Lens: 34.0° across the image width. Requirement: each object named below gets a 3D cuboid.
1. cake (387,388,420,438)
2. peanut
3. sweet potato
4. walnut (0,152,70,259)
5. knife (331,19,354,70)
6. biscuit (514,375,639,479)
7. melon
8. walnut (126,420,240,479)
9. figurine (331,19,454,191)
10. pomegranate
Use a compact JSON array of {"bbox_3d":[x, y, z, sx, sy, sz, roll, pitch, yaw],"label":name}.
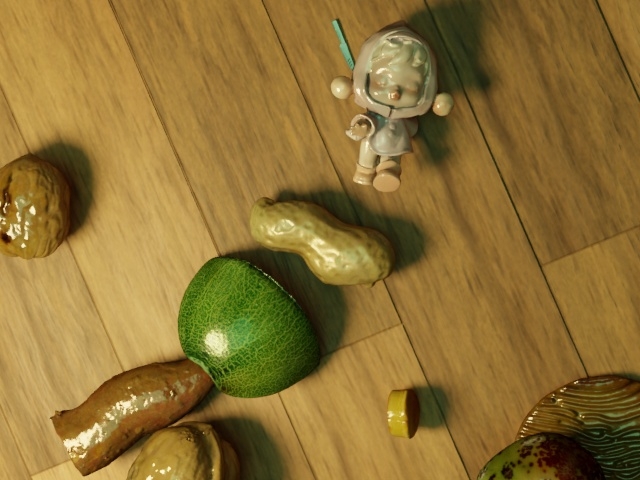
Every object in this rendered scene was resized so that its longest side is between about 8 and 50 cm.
[{"bbox_3d":[0.139,0.289,1.748,0.044,0.084,0.084,-1,94,19],"label":"cake"},{"bbox_3d":[0.000,0.000,1.745,0.263,0.101,0.117,27,78,8],"label":"peanut"},{"bbox_3d":[-0.298,0.271,1.814,0.336,0.131,0.131,-33,87,2],"label":"sweet potato"},{"bbox_3d":[-0.508,-0.060,1.816,0.155,0.155,0.184,5,100,10],"label":"walnut"},{"bbox_3d":[0.038,-0.329,1.764,0.014,0.005,0.091,-23,90,10],"label":"knife"},{"bbox_3d":[0.472,0.377,1.714,0.318,0.040,0.318,1,93,10],"label":"biscuit"},{"bbox_3d":[-0.129,0.151,1.732,0.265,0.129,0.169,43,63,3],"label":"melon"},{"bbox_3d":[-0.234,0.421,1.770,0.198,0.198,0.245,23,94,8],"label":"walnut"},{"bbox_3d":[0.112,-0.220,1.698,0.200,0.133,0.276,10,100,-2],"label":"figurine"},{"bbox_3d":[0.343,0.406,1.597,0.214,0.248,0.214,0,91,6],"label":"pomegranate"}]
